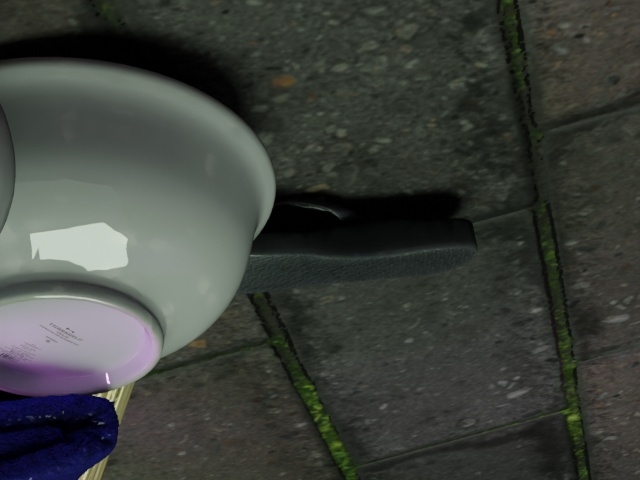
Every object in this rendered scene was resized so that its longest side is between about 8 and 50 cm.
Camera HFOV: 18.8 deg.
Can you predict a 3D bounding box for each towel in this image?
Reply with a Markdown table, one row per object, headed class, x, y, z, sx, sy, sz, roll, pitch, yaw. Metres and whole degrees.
| class | x | y | z | sx | sy | sz | roll | pitch | yaw |
| --- | --- | --- | --- | --- | --- | --- | --- | --- | --- |
| towel | -0.300 | 0.184 | 1.369 | 0.228 | 0.076 | 0.308 | -13 | 166 | -38 |

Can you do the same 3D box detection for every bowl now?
| class | x | y | z | sx | sy | sz | roll | pitch | yaw |
| --- | --- | --- | --- | --- | --- | --- | --- | --- | --- |
| bowl | -0.177 | 0.016 | 1.307 | 0.298 | 0.134 | 0.298 | -2 | 147 | -1 |

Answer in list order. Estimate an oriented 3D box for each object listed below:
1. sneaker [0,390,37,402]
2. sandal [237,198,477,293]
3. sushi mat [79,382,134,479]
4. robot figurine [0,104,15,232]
| class | x | y | z | sx | sy | sz | roll | pitch | yaw |
| --- | --- | --- | --- | --- | --- | --- | --- | --- | --- |
| sneaker | -0.250 | 0.140 | 1.488 | 0.086 | 0.132 | 0.228 | -32 | 133 | -17 |
| sandal | 0.000 | 0.000 | 1.519 | 0.254 | 0.054 | 0.097 | -2 | 162 | -28 |
| sushi mat | -0.250 | 0.203 | 1.634 | 0.151 | 0.019 | 0.316 | 6 | 114 | -34 |
| robot figurine | -0.317 | -0.006 | 1.116 | 0.200 | 0.300 | 0.353 | 41 | 98 | -19 |
